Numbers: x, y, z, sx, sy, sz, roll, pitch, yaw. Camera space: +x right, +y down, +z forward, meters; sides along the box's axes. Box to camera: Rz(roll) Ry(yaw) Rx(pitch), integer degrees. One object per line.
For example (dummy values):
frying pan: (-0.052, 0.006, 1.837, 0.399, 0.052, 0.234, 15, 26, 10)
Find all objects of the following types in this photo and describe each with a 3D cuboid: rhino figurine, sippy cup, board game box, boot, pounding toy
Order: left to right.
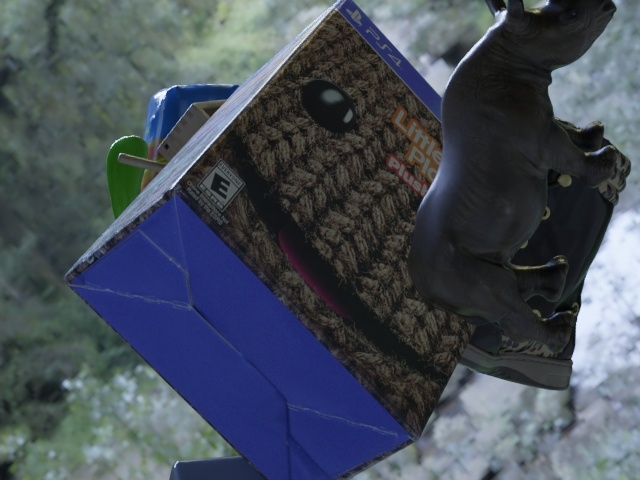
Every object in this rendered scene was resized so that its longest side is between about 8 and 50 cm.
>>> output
pounding toy: (-0.121, -0.088, 1.565, 0.100, 0.130, 0.141, -49, -14, 24)
sippy cup: (-0.130, -0.074, 1.750, 0.240, 0.224, 0.305, 1, -4, -1)
board game box: (0.000, 0.000, 1.033, 0.141, 0.232, 0.291, -35, 13, 40)
boot: (0.193, -0.001, 1.519, 0.138, 0.377, 0.284, 19, 89, 45)
rhino figurine: (0.121, -0.061, 0.854, 0.073, 0.106, 0.243, -120, 42, -81)

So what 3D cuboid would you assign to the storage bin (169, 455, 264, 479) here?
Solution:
storage bin: (-0.075, 0.218, 1.078, 0.098, 0.091, 0.135, -112, 32, -51)
